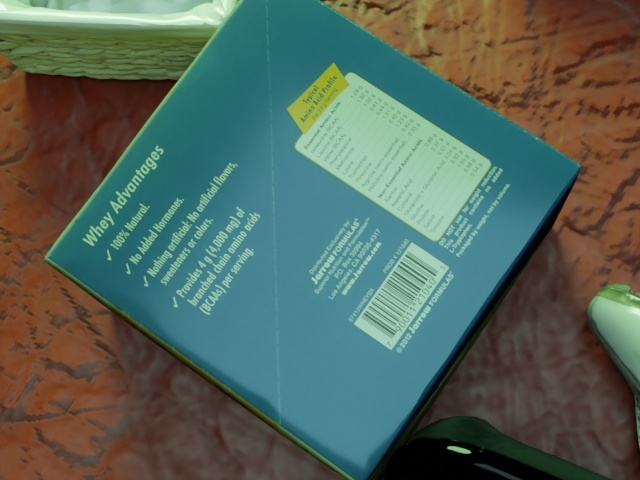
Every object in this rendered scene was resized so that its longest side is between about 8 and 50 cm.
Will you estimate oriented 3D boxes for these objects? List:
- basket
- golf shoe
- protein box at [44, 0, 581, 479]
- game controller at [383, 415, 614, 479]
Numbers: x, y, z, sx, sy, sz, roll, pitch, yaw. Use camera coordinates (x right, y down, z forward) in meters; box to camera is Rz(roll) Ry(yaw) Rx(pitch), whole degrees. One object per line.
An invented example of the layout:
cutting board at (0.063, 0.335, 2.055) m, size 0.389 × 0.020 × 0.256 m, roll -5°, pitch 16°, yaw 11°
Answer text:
basket at (-0.123, -0.165, 0.731) m, size 0.167 × 0.103 × 0.113 m, roll 3°, pitch 77°, yaw 5°
golf shoe at (0.206, 0.107, 0.659) m, size 0.086 × 0.067 × 0.186 m, roll -39°, pitch 77°, yaw -3°
protein box at (0.000, 0.000, 0.665) m, size 0.201 × 0.136 × 0.200 m, roll 34°, pitch 82°, yaw 11°
game controller at (0.180, 0.183, 0.595) m, size 0.319 × 0.166 × 0.067 m, roll 21°, pitch 67°, yaw 10°
